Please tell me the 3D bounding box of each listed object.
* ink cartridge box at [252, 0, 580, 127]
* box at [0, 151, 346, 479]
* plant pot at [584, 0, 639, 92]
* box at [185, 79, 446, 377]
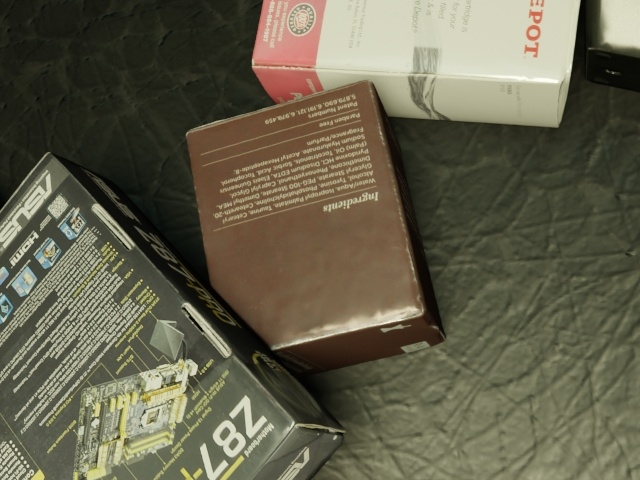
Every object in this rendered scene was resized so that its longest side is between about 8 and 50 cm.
[{"bbox_3d":[0.099,-0.225,0.841,0.283,0.117,0.207,7,77,15],"label":"ink cartridge box"},{"bbox_3d":[-0.222,0.177,0.675,0.318,0.097,0.395,42,95,30],"label":"box"},{"bbox_3d":[0.313,-0.216,0.768,0.187,0.188,0.167,16,93,16],"label":"plant pot"},{"bbox_3d":[0.000,0.000,0.777,0.167,0.168,0.203,-14,72,9],"label":"box"}]
